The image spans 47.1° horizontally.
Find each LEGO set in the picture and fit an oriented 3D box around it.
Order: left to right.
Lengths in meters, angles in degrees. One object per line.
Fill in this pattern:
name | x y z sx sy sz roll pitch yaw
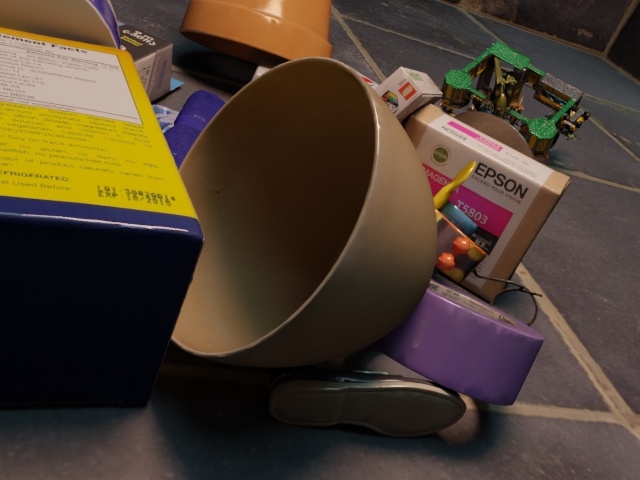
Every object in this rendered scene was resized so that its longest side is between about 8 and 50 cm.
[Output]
LEGO set | 0.430 -0.284 1.692 0.331 0.192 0.255 29 58 17

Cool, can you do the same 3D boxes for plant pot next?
plant pot | -0.099 -0.446 1.390 0.291 0.203 0.291 16 5 -2
plant pot | 0.000 0.000 0.701 0.191 0.284 0.284 30 19 -40

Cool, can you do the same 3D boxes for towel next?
towel | -0.108 -0.065 0.936 0.227 0.076 0.308 34 24 -14

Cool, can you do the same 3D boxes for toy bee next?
toy bee | 0.157 -0.013 0.942 0.298 0.195 0.162 22 2 15

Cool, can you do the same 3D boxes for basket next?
basket | 0.229 -0.123 1.248 0.204 0.154 0.227 40 36 24

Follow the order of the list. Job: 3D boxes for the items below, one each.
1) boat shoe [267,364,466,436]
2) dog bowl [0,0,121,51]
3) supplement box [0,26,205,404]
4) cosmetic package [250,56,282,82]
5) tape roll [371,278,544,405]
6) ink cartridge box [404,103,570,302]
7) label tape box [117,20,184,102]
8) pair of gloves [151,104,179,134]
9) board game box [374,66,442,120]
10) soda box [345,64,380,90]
boat shoe | 0.047 0.146 0.730 0.206 0.075 0.065 8 35 -17
dog bowl | -0.360 -0.209 0.832 0.265 0.265 0.104 8 35 -27
supplement box | -0.263 -0.039 0.689 0.194 0.195 0.356 6 34 -29
cosmetic package | -0.018 -0.243 1.332 0.231 0.085 0.117 21 28 -9
tape roll | 0.140 0.099 0.801 0.189 0.080 0.189 23 6 -2
ink cartridge box | 0.202 -0.055 1.058 0.235 0.193 0.088 31 30 15
label tape box | -0.367 -0.291 1.126 0.240 0.106 0.333 23 29 2
pair of gloves | -0.178 -0.165 1.145 0.198 0.023 0.159 32 29 13
board game box | 0.085 -0.175 1.112 0.053 0.193 0.305 51 17 0
soda box | 0.099 -0.272 1.474 0.216 0.074 0.069 38 32 25
